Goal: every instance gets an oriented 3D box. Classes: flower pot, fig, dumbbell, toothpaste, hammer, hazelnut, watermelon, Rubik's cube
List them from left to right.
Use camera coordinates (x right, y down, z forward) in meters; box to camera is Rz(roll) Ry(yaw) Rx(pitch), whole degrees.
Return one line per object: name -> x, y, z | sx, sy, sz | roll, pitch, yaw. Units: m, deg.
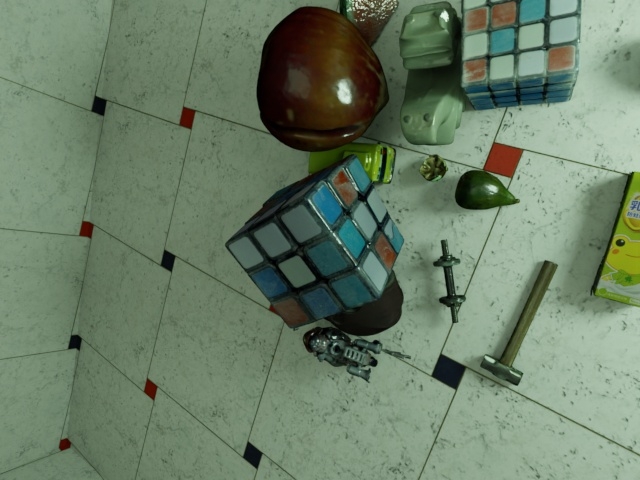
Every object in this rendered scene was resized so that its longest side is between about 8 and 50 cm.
hazelnut -> -0.006, -0.483, 1.200 | 0.402, 0.429, 0.402 | 7, 133, 7
Rubik's cube -> 0.000, 0.000, 1.213 | 0.362, 0.359, 0.363 | -21, 112, 36
watermelon -> 0.142, -0.725, 1.308 | 0.202, 0.136, 0.207 | -14, 100, 36
flower pot -> 0.316, -0.446, 1.138 | 0.165, 0.254, 0.367 | 4, 96, 30
dumbbell -> 0.390, 0.123, 1.219 | 0.082, 0.082, 0.253 | -8, 88, 30
fig -> 0.478, -0.136, 1.149 | 0.178, 0.117, 0.117 | 18, 101, 18
Rubik's cube -> 0.506, -0.494, 1.022 | 0.259, 0.256, 0.253 | 5, 94, 29
hammer -> 0.576, 0.227, 1.142 | 0.111, 0.043, 0.365 | 25, 102, 28
toothpaste -> 0.776, -0.001, 0.989 | 0.110, 0.077, 0.327 | 17, 101, 29

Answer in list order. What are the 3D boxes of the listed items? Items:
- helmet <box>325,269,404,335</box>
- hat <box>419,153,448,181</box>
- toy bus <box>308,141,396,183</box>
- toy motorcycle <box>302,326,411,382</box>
helmet -> 0.135, 0.209, 1.306 | 0.305, 0.225, 0.177 | -22, 113, 34
hat -> 0.352, -0.217, 1.239 | 0.077, 0.059, 0.076 | -45, 55, 19
toy bus -> 0.100, -0.261, 1.330 | 0.262, 0.150, 0.128 | 12, 100, 29
toy motorcycle -> 0.095, 0.371, 1.336 | 0.401, 0.207, 0.134 | 14, 75, 28
